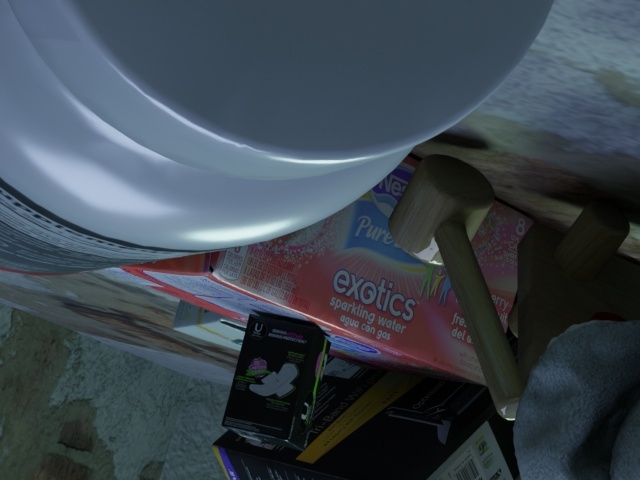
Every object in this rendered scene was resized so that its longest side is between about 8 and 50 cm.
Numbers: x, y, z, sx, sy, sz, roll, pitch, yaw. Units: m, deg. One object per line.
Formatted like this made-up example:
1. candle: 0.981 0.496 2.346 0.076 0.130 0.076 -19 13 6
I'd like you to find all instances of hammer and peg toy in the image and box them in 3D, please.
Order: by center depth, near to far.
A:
1. hammer and peg toy: 0.201 0.099 1.203 0.361 0.266 0.127 22 126 -12

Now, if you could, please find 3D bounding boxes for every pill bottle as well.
1. pill bottle: -0.067 -0.097 0.657 0.210 0.210 0.363 19 169 -20

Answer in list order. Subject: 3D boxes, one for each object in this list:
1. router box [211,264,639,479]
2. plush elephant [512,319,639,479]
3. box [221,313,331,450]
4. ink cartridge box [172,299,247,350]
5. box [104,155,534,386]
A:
1. router box: 0.100 0.126 1.453 0.243 0.309 0.081 6 128 50
2. plush elephant: 0.267 0.092 0.969 0.330 0.255 0.272 29 180 -37
3. box: -0.031 0.102 1.259 0.052 0.083 0.062 12 169 15
4. ink cartridge box: -0.047 0.040 1.673 0.127 0.128 0.176 19 169 -17
5. box: 0.000 0.000 1.314 0.300 0.142 0.154 23 168 -40
